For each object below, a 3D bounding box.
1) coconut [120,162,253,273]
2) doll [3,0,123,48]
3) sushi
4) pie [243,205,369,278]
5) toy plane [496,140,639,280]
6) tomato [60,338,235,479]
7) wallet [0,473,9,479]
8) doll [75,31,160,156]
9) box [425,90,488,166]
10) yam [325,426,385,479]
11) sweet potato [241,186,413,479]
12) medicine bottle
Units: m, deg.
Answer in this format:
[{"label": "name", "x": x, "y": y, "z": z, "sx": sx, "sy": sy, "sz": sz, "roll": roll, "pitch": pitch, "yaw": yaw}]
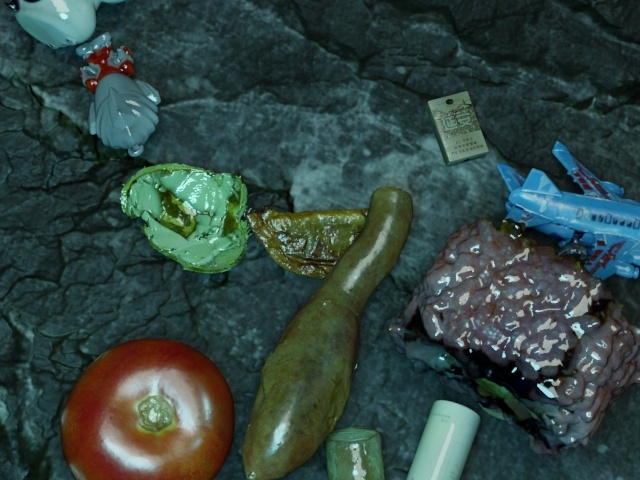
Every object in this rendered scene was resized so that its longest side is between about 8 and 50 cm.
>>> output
[{"label": "coconut", "x": -0.147, "y": -0.029, "z": 1.855, "sx": 0.133, "sy": 0.055, "sz": 0.158, "roll": -37, "pitch": 83, "yaw": -24}, {"label": "doll", "x": -0.287, "y": -0.310, "z": 1.897, "sx": 0.107, "sy": 0.110, "sz": 0.181, "roll": 48, "pitch": 65, "yaw": -22}, {"label": "sushi", "x": 0.219, "y": 0.119, "z": 1.768, "sx": 0.270, "sy": 0.236, "sz": 0.171, "roll": 32, "pitch": 68, "yaw": 19}, {"label": "pie", "x": 0.002, "y": 0.002, "z": 1.873, "sx": 0.191, "sy": 0.033, "sz": 0.088, "roll": -1, "pitch": 82, "yaw": -17}, {"label": "toy plane", "x": 0.335, "y": -0.013, "z": 1.873, "sx": 0.271, "sy": 0.105, "sz": 0.254, "roll": 21, "pitch": 37, "yaw": -14}, {"label": "tomato", "x": -0.188, "y": 0.204, "z": 1.738, "sx": 0.195, "sy": 0.136, "sz": 0.195, "roll": 3, "pitch": 71, "yaw": -9}, {"label": "wallet", "x": -0.352, "y": 0.343, "z": 1.680, "sx": 0.245, "sy": 0.052, "sz": 0.168, "roll": 40, "pitch": 74, "yaw": -15}, {"label": "doll", "x": -0.241, "y": -0.171, "z": 1.882, "sx": 0.094, "sy": 0.079, "sz": 0.180, "roll": -25, "pitch": 64, "yaw": 1}, {"label": "box", "x": 0.167, "y": -0.136, "z": 1.944, "sx": 0.053, "sy": 0.024, "sz": 0.083, "roll": -16, "pitch": 77, "yaw": -12}, {"label": "yam", "x": 0.043, "y": 0.277, "z": 1.781, "sx": 0.069, "sy": 0.070, "sz": 0.146, "roll": -5, "pitch": 74, "yaw": -8}, {"label": "sweet potato", "x": 0.008, "y": 0.111, "z": 1.809, "sx": 0.109, "sy": 0.109, "sz": 0.385, "roll": 26, "pitch": 65, "yaw": 1}, {"label": "medicine bottle", "x": 0.117, "y": 0.296, "z": 1.787, "sx": 0.059, "sy": 0.059, "sz": 0.231, "roll": 22, "pitch": 71, "yaw": 0}]
